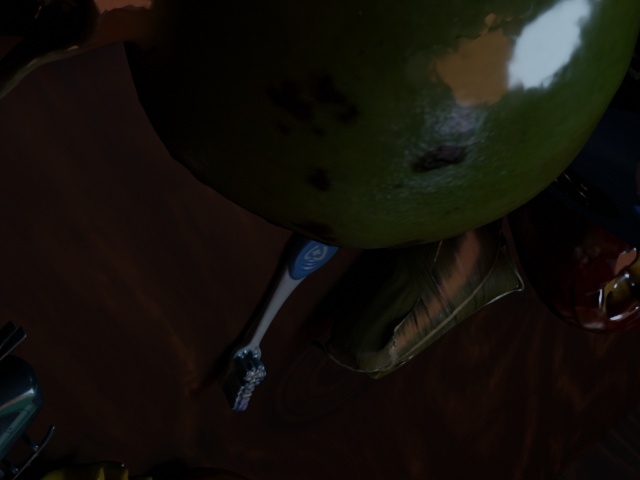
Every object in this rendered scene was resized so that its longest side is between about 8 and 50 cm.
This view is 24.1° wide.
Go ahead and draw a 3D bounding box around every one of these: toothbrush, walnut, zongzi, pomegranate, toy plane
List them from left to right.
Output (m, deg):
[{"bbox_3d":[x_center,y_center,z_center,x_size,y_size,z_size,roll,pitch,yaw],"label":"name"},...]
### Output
[{"bbox_3d":[-0.268,0.155,1.044,0.235,0.060,0.096,-47,150,3],"label":"toy plane"},{"bbox_3d":[-0.002,-0.003,1.249,0.040,0.040,0.386,-14,141,-50],"label":"toothbrush"},{"bbox_3d":[0.001,-0.136,0.693,0.323,0.291,0.291,-5,138,-44],"label":"pomegranate"},{"bbox_3d":[0.080,0.022,1.357,0.205,0.094,0.204,-35,147,-13],"label":"zongzi"},{"bbox_3d":[0.275,-0.059,1.307,0.269,0.222,0.244,-84,173,-60],"label":"walnut"}]

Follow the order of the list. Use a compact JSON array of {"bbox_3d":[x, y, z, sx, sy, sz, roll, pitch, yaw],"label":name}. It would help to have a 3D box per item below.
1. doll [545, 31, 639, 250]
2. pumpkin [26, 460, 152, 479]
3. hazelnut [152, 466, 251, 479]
[{"bbox_3d":[0.259,-0.165,1.069,0.310,0.240,0.284,-56,170,-6],"label":"doll"},{"bbox_3d":[-0.237,0.241,1.238,0.254,0.149,0.130,44,50,-64],"label":"pumpkin"},{"bbox_3d":[-0.133,0.311,1.431,0.204,0.178,0.178,-20,173,33],"label":"hazelnut"}]
